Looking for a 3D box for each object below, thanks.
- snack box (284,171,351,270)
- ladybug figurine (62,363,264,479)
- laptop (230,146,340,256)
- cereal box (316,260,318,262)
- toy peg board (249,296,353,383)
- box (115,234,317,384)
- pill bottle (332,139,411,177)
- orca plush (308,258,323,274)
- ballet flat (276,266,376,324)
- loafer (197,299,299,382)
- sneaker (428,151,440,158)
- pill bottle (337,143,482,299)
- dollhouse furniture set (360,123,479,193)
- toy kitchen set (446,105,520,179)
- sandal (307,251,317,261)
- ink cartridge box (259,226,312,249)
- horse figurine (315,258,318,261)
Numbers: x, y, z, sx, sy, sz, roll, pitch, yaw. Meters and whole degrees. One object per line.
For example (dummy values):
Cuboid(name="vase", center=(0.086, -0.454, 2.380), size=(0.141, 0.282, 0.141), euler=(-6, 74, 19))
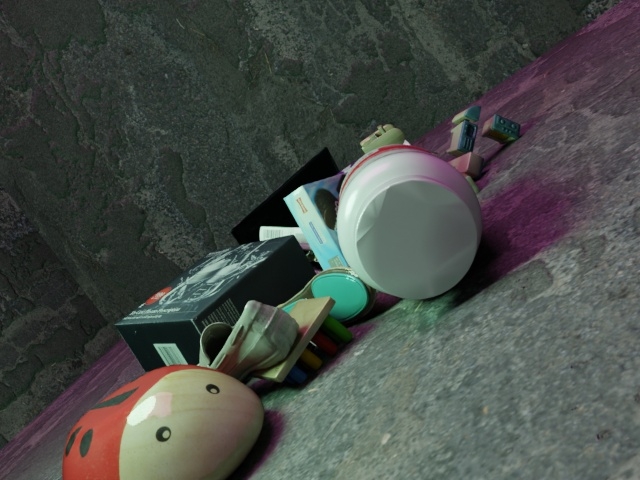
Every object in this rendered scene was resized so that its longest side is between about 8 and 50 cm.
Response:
Cuboid(name="snack box", center=(0.068, -0.047, 1.516), size=(0.060, 0.187, 0.322), euler=(-31, -4, 32))
Cuboid(name="ladybug figurine", center=(-0.268, 0.310, 1.121), size=(0.449, 0.162, 0.305), euler=(-28, 11, 47))
Cuboid(name="laptop", center=(-0.097, -0.057, 2.272), size=(0.382, 0.236, 0.408), euler=(-42, 9, -13))
Cuboid(name="cereal box", center=(-0.041, 0.109, 1.803), size=(0.240, 0.047, 0.173), euler=(-31, 8, 22))
Cuboid(name="toy peg board", center=(-0.028, 0.186, 1.232), size=(0.161, 0.079, 0.161), euler=(-55, 13, -19))
Cuboid(name="box", center=(-0.216, 0.157, 1.573), size=(0.343, 0.179, 0.312), euler=(-10, 23, 48))
Cuboid(name="pill bottle", center=(0.144, -0.151, 2.090), size=(0.322, 0.182, 0.181), euler=(-36, 7, 2))
Cuboid(name="orca plush", center=(-0.021, 0.058, 1.640), size=(0.102, 0.151, 0.287), euler=(-40, 10, -34))
Cuboid(name="ballet flat", center=(0.021, 0.107, 1.354), size=(0.106, 0.108, 0.316), euler=(-24, -1, -40))
Cuboid(name="loafer", center=(-0.159, 0.188, 1.240), size=(0.319, 0.111, 0.112), euler=(-39, 17, 41))
Cuboid(name="sneaker", center=(0.266, -0.149, 1.836), size=(0.081, 0.094, 0.208), euler=(3, -16, 14))
Cuboid(name="pill bottle", center=(0.141, -0.038, 1.202), size=(0.229, 0.229, 0.408), euler=(-35, 8, 8))
Cuboid(name="dollhouse furniture set", center=(0.219, -0.171, 1.633), size=(0.161, 0.242, 0.212), euler=(-34, 8, 8))
Cuboid(name="toy kitchen set", center=(0.417, -0.226, 1.802), size=(0.122, 0.166, 0.207), euler=(-20, 54, 66))
Cuboid(name="sandal", center=(-0.017, 0.048, 2.082), size=(0.180, 0.049, 0.072), euler=(-40, 8, -29))
Cuboid(name="ink cartridge box", center=(0.000, 0.000, 1.664), size=(0.180, 0.056, 0.224), euler=(2, 0, 40))
Cuboid(name="horse figurine", center=(0.071, -0.010, 1.887), size=(0.174, 0.066, 0.263), euler=(-13, -15, -31))
